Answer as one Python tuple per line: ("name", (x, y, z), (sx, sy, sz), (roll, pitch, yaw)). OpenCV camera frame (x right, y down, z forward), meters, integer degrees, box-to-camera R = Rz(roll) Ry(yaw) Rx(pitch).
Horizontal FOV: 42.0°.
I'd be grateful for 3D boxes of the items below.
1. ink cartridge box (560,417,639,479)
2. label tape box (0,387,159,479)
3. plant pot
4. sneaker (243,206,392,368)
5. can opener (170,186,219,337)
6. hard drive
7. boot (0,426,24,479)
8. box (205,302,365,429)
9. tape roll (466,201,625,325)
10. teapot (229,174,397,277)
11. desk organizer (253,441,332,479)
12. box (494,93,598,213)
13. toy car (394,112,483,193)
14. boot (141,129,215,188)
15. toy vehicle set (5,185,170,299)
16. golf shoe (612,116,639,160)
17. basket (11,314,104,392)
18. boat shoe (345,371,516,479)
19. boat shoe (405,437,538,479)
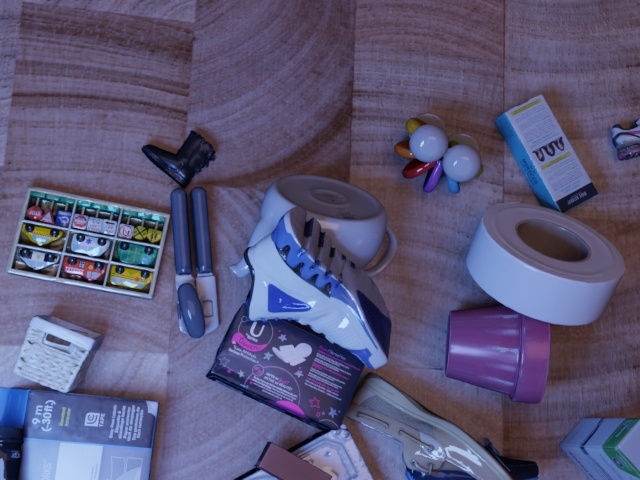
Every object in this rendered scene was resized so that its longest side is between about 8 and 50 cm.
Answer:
("ink cartridge box", (0.580, 0.420, 1.595), (0.087, 0.208, 0.153), (-42, 91, -18))
("label tape box", (-0.463, 0.385, 1.447), (0.334, 0.106, 0.240), (7, 79, -10))
("plant pot", (0.334, 0.206, 1.601), (0.180, 0.201, 0.201), (4, 79, 5))
("sneaker", (-0.024, 0.097, 1.440), (0.315, 0.182, 0.127), (51, 29, -22))
("can opener", (-0.234, 0.039, 1.555), (0.076, 0.095, 0.283), (-4, 88, -15))
("hard drive", (-0.053, 0.517, 1.528), (0.339, 0.064, 0.237), (-25, 86, -15))
("boot", (-0.589, 0.428, 1.360), (0.246, 0.094, 0.207), (-14, 67, 17))
("box", (-0.066, 0.233, 1.522), (0.247, 0.163, 0.142), (26, 74, -5))
("tape roll", (0.428, 0.038, 1.598), (0.286, 0.286, 0.100), (9, 121, -9))
("teapot", (0.000, 0.000, 1.568), (0.256, 0.252, 0.187), (19, 115, 12))
("desk organizer", (-0.048, 0.412, 1.490), (0.130, 0.047, 0.050), (31, 74, -5))
("box", (0.473, -0.175, 1.752), (0.100, 0.060, 0.244), (-27, 86, -14))
("toy car", (0.233, -0.162, 1.674), (0.182, 0.159, 0.136), (30, 111, -5))
("boot", (-0.271, -0.171, 1.613), (0.121, 0.045, 0.099), (40, 78, -9))
("toy vehicle set", (-0.429, 0.006, 1.555), (0.267, 0.035, 0.166), (11, 78, -9))
("golf shoe", (0.723, -0.233, 1.808), (0.186, 0.067, 0.086), (-13, 81, -13))
("basket", (-0.455, 0.197, 1.454), (0.113, 0.167, 0.103), (23, 83, -6))
("boat shoe", (0.198, 0.375, 1.528), (0.341, 0.121, 0.110), (30, 79, 31))
("boat shoe", (0.294, 0.422, 1.591), (0.258, 0.109, 0.089), (3, 76, -13))
